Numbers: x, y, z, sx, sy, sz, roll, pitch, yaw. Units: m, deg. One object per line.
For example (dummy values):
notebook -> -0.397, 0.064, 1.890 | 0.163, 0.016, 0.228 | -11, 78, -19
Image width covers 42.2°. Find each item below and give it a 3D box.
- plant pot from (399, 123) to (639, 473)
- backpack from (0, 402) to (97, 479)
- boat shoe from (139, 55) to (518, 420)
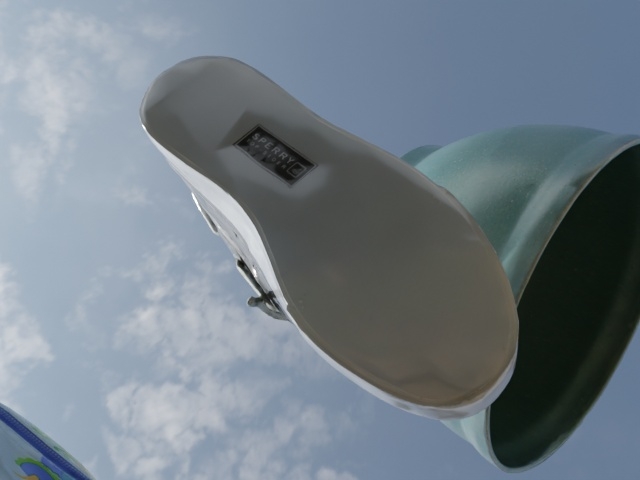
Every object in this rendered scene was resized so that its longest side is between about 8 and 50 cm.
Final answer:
plant pot -> 0.149, 0.024, 0.729 | 0.196, 0.293, 0.293 | 26, -80, 36
backpack -> -0.208, 0.166, 0.312 | 0.355, 0.273, 0.290 | 38, -96, 28
boat shoe -> -0.003, 0.002, 0.500 | 0.113, 0.105, 0.306 | -42, -125, -16
